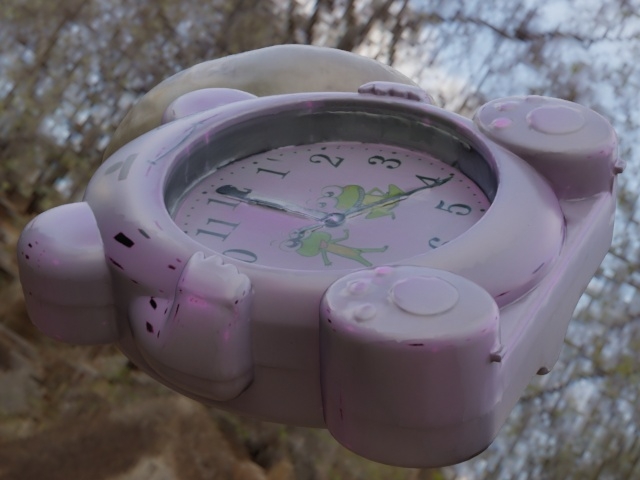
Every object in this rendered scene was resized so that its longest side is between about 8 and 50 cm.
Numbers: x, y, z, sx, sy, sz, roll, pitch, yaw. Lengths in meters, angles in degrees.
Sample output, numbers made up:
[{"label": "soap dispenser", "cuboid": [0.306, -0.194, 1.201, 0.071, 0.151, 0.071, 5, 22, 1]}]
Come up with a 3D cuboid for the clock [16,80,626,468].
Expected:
[{"label": "clock", "cuboid": [0.000, 0.000, 0.946, 0.322, 0.295, 0.113, 12, -54, 24]}]

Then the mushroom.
[{"label": "mushroom", "cuboid": [-0.037, -0.043, 1.469, 0.362, 0.294, 0.362, -4, -45, -4]}]
